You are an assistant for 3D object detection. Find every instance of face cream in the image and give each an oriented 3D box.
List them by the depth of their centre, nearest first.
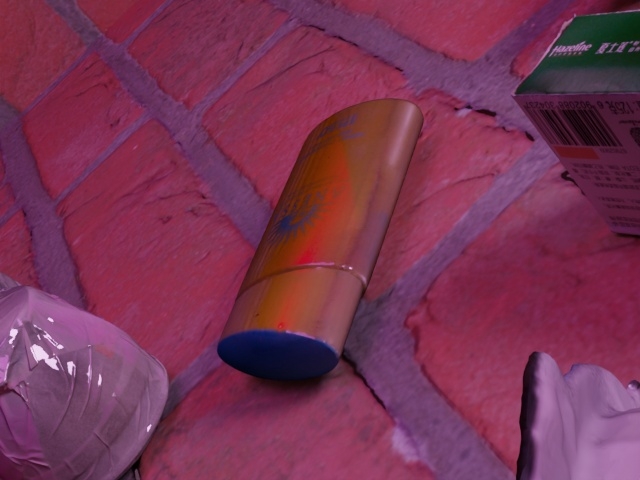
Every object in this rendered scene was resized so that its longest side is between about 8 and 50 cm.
[{"bbox_3d":[0.000,0.000,0.950,0.139,0.067,0.285,-23,34,39],"label":"face cream"}]

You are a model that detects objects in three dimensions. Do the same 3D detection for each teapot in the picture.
[{"bbox_3d":[-0.237,0.107,0.995,0.163,0.178,0.221,-29,30,25],"label":"teapot"}]

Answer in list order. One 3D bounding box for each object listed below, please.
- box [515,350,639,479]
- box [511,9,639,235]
[{"bbox_3d":[0.196,0.158,0.323,0.206,0.262,0.291,-16,70,25],"label":"box"},{"bbox_3d":[0.229,-0.065,0.662,0.081,0.135,0.199,-51,29,-15],"label":"box"}]
